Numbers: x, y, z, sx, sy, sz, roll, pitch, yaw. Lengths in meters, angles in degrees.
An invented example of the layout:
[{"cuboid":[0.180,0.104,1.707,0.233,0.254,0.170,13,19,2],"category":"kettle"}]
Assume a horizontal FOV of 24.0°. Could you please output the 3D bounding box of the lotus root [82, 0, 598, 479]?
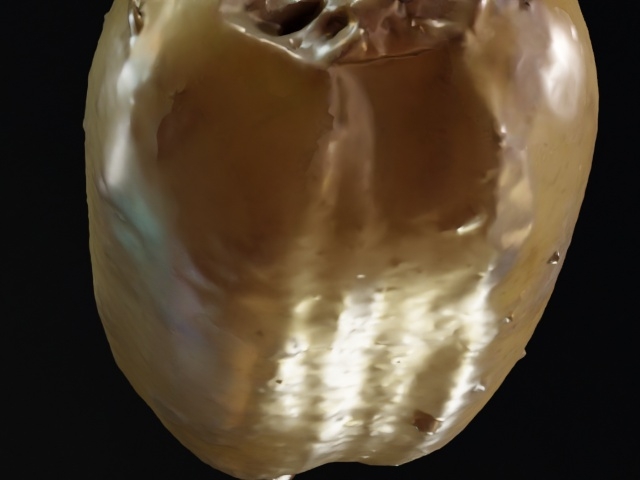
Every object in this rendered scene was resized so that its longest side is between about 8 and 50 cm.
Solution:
[{"cuboid":[0.000,0.000,0.560,0.169,0.151,0.342,-3,-30,-8],"category":"lotus root"}]
